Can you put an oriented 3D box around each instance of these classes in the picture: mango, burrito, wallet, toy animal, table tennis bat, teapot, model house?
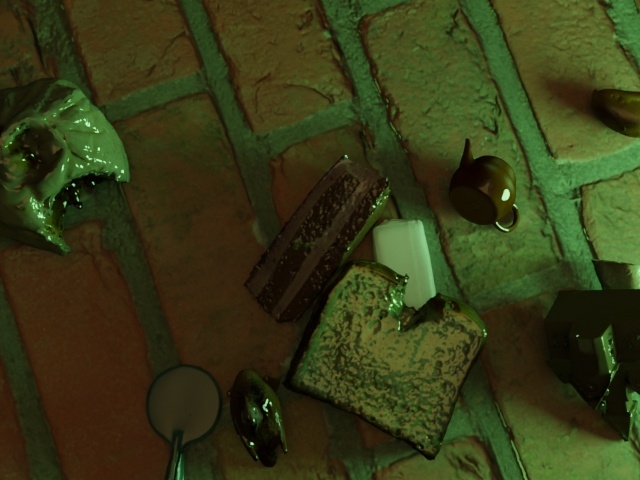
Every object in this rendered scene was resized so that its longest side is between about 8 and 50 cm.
[{"bbox_3d":[0.515,-0.217,1.767,0.127,0.063,0.077,19,85,8],"label":"mango"},{"bbox_3d":[0.515,0.126,1.703,0.087,0.060,0.226,-19,87,31],"label":"burrito"},{"bbox_3d":[0.138,0.055,1.733,0.095,0.033,0.190,-10,81,-3],"label":"wallet"},{"bbox_3d":[-0.095,0.288,1.626,0.089,0.179,0.188,-15,106,0],"label":"toy animal"},{"bbox_3d":[-0.225,0.300,1.690,0.124,0.033,0.201,5,78,3],"label":"table tennis bat"},{"bbox_3d":[0.277,-0.088,1.729,0.116,0.116,0.173,-42,109,-7],"label":"teapot"},{"bbox_3d":[0.455,0.220,1.642,0.180,0.176,0.248,-5,113,33],"label":"model house"}]

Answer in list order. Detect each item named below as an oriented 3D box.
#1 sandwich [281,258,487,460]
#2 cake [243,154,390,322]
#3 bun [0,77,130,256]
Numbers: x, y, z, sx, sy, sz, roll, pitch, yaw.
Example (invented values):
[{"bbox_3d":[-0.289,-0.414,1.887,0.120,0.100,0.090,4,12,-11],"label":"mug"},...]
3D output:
[{"bbox_3d":[0.107,0.176,1.660,0.273,0.095,0.249,25,93,3],"label":"sandwich"},{"bbox_3d":[0.000,0.000,1.727,0.116,0.113,0.295,39,94,12],"label":"cake"},{"bbox_3d":[-0.460,-0.132,1.678,0.281,0.205,0.282,0,78,1],"label":"bun"}]
